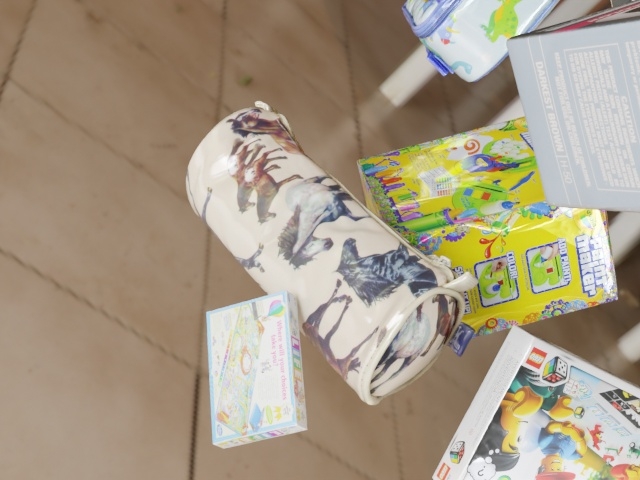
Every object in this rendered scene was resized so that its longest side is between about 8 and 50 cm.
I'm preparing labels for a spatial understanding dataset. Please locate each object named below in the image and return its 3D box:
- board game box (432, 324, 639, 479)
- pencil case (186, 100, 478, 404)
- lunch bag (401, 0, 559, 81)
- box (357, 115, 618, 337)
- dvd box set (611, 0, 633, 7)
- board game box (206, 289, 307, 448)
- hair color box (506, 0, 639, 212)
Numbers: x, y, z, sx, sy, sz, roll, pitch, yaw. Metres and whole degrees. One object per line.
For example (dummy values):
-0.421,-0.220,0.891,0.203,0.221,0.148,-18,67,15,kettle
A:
0.297,0.241,1.351,0.305,0.193,0.053,26,4,-23,board game box
0.000,0.000,1.430,0.410,0.183,0.160,45,-2,33,pencil case
0.151,-0.231,1.060,0.090,0.176,0.219,39,15,-10,lunch bag
0.221,-0.021,1.668,0.290,0.279,0.177,-105,-179,-65,box
0.552,-0.436,1.533,0.062,0.420,0.308,-132,-157,-67,dvd box set
-0.071,0.140,1.316,0.026,0.103,0.154,38,41,-55,board game box
0.278,-0.087,0.599,0.374,0.185,0.114,11,-61,66,hair color box
